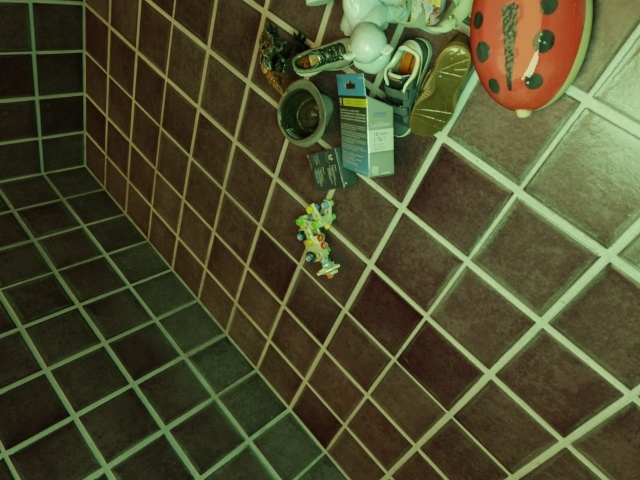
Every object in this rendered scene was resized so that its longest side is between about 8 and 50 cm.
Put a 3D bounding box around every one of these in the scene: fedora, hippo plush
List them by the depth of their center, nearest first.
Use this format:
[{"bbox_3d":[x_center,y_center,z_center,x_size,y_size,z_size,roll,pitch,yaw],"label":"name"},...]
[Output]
[{"bbox_3d":[0.171,-0.649,1.411,0.234,0.294,0.237,-12,78,11],"label":"hippo plush"},{"bbox_3d":[-0.042,-0.495,1.815,0.275,0.124,0.244,-29,86,47],"label":"fedora"}]

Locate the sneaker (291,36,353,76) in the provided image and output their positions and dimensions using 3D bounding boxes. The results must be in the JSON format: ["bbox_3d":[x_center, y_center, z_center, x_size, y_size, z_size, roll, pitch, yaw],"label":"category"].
[{"bbox_3d":[0.022,-0.646,1.654,0.271,0.108,0.100,-12,105,18],"label":"sneaker"}]

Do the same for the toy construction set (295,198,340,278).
[{"bbox_3d":[0.000,0.000,1.991,0.215,0.151,0.328,-12,88,46],"label":"toy construction set"}]

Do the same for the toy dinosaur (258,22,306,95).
[{"bbox_3d":[-0.164,-0.709,1.822,0.322,0.164,0.218,60,141,9],"label":"toy dinosaur"}]

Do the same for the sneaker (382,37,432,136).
[{"bbox_3d":[0.260,-0.488,1.521,0.126,0.127,0.321,29,128,31],"label":"sneaker"}]

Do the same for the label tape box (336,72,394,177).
[{"bbox_3d":[0.153,-0.404,1.608,0.240,0.105,0.334,-138,40,-63],"label":"label tape box"}]

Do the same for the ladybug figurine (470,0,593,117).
[{"bbox_3d":[0.522,-0.546,1.207,0.305,0.161,0.450,5,111,43],"label":"ladybug figurine"}]

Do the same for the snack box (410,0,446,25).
[{"bbox_3d":[0.328,-0.720,1.413,0.100,0.037,0.141,21,122,39],"label":"snack box"}]

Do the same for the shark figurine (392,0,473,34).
[{"bbox_3d":[0.347,-0.639,1.327,0.116,0.278,0.166,32,158,54],"label":"shark figurine"}]

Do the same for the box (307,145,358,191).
[{"bbox_3d":[0.049,-0.284,1.842,0.158,0.093,0.156,-3,106,46],"label":"box"}]

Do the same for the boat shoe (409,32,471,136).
[{"bbox_3d":[0.370,-0.473,1.438,0.123,0.123,0.342,16,145,4],"label":"boat shoe"}]

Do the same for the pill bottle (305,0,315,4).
[{"bbox_3d":[-0.025,-0.949,1.580,0.146,0.146,0.264,6,113,43],"label":"pill bottle"}]
